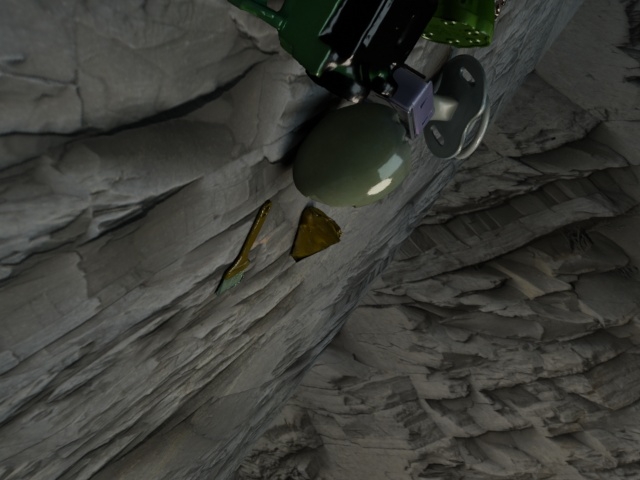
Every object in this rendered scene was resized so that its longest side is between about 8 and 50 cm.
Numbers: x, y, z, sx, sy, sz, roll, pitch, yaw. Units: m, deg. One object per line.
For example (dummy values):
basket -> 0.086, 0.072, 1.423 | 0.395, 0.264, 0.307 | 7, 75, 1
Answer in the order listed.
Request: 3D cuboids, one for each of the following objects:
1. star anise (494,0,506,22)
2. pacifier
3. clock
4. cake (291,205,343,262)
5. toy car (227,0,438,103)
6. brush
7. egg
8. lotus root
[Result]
star anise -> 0.366, -0.561, 1.557 | 0.331, 0.118, 0.331 | -56, 168, -19
pacifier -> 0.305, -0.328, 1.870 | 0.207, 0.227, 0.278 | 2, 134, -25
clock -> 0.139, -0.276, 1.412 | 0.073, 0.145, 0.193 | -54, 166, -2
cake -> 0.002, -0.002, 1.695 | 0.080, 0.116, 0.184 | -45, 159, -41
toy car -> 0.048, -0.315, 0.984 | 0.213, 0.176, 0.359 | -59, 169, 21
brush -> -0.142, 0.012, 1.446 | 0.082, 0.010, 0.218 | -30, 151, -58
egg -> 0.052, -0.149, 1.359 | 0.217, 0.183, 0.183 | -19, 163, -1
lotus root -> 0.246, -0.458, 1.357 | 0.186, 0.186, 0.186 | -50, 166, -18
